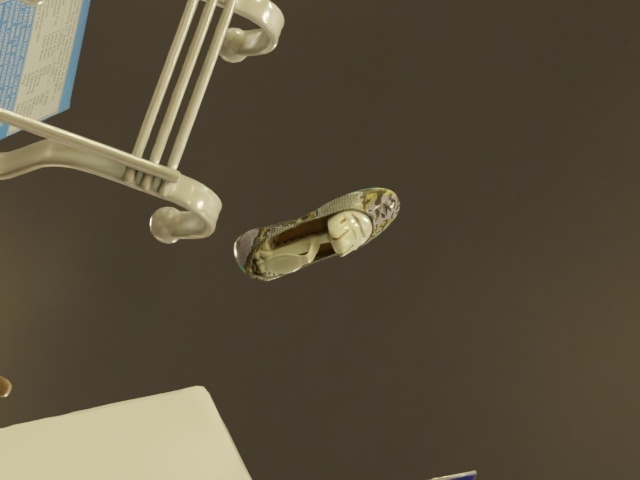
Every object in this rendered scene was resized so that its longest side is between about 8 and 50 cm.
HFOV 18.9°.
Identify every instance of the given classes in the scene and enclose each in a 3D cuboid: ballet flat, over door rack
[{"bbox_3d":[0.000,0.000,1.253,0.114,0.041,0.041,-19,-79,3],"label":"ballet flat"},{"bbox_3d":[-0.171,-0.162,0.952,0.324,0.240,0.108,24,-23,-16],"label":"over door rack"}]

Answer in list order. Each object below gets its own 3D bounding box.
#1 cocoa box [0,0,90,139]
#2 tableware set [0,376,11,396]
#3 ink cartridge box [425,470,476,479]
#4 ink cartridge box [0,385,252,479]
[{"bbox_3d":[-0.334,-0.215,1.208,0.347,0.228,0.231,24,-63,18],"label":"cocoa box"},{"bbox_3d":[-0.263,0.097,1.092,0.194,0.039,0.128,-37,-127,15],"label":"tableware set"},{"bbox_3d":[0.001,0.313,1.311,0.069,0.175,0.371,-123,-147,-41],"label":"ink cartridge box"},{"bbox_3d":[-0.073,0.181,0.494,0.233,0.168,0.171,-123,-154,-57],"label":"ink cartridge box"}]
